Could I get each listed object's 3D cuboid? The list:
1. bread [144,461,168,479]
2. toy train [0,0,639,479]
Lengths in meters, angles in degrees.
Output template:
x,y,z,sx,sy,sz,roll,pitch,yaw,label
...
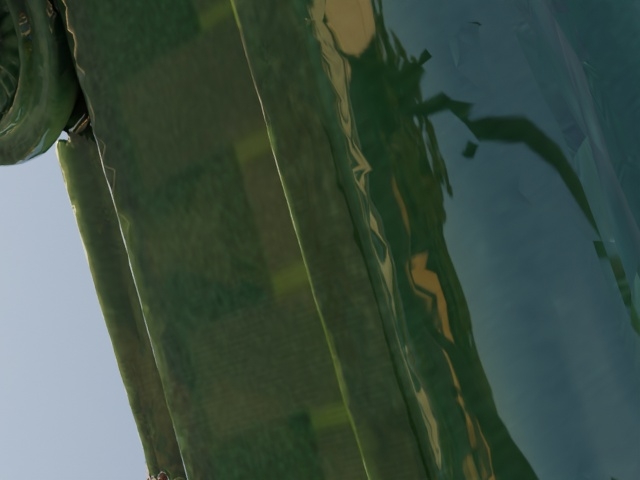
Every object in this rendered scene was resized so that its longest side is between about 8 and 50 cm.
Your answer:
x,y,z,sx,sy,sz,roll,pitch,yaw,label
0.000,0.116,0.886,0.193,0.193,0.064,-21,-115,49,bread
0.000,0.000,0.438,0.202,0.120,0.301,-24,-100,52,toy train
